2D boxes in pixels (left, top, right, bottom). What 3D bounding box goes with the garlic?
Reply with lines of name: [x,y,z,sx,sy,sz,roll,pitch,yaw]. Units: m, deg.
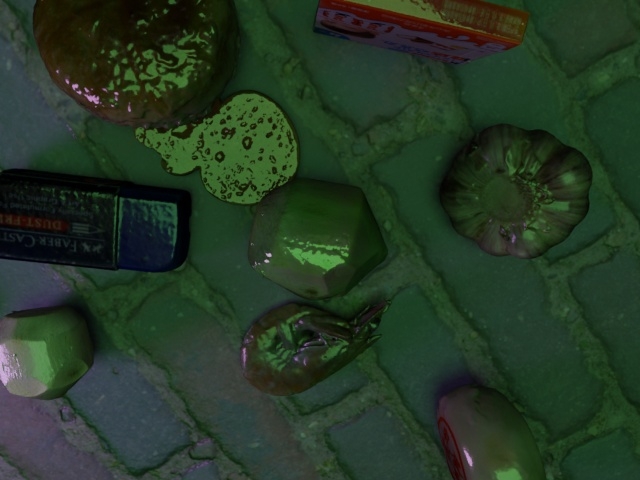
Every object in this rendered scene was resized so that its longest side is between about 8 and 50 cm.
garlic: [0.339,-0.087,0.889,0.245,0.160,0.245,11,111,30]

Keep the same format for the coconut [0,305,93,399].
coconut: [-0.489,0.202,0.904,0.161,0.161,0.162,-4,93,-2]

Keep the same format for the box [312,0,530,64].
box: [0.127,-0.326,0.770,0.273,0.265,0.048,10,103,-4]

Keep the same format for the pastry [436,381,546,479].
pastry: [0.307,0.399,0.947,0.133,0.265,0.265,-16,102,-2]

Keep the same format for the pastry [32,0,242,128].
pastry: [-0.272,-0.324,0.791,0.329,0.136,0.330,0,89,-1]

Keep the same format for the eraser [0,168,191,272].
eraser: [-0.400,-0.030,0.885,0.332,0.101,0.155,7,102,-4]

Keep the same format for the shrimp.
shrimp: [-0.012,0.180,0.967,0.317,0.077,0.168,-34,99,7]

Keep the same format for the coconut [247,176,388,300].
coconut: [0.000,0.000,0.862,0.235,0.236,0.205,15,66,-6]

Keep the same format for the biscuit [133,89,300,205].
biscuit: [-0.175,-0.174,0.897,0.288,0.044,0.202,16,99,-5]
